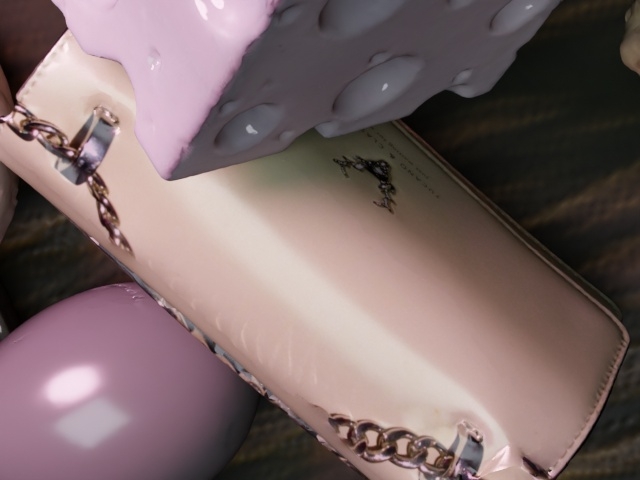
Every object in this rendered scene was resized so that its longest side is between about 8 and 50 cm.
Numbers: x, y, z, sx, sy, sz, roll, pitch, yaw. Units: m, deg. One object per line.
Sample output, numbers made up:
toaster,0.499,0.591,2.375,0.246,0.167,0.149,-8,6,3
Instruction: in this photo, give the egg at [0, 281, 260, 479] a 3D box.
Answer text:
egg,-0.134,0.104,1.206,0.198,0.146,0.146,-16,101,-6

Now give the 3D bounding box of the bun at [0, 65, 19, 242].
bun,-0.312,-0.077,1.128,0.263,0.263,0.175,14,150,9

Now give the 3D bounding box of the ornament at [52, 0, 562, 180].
ornament,-0.002,-0.212,0.966,0.240,0.239,0.239,57,141,18

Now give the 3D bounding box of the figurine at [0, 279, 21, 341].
figurine,-0.389,0.098,1.239,0.380,0.248,0.203,-19,86,3

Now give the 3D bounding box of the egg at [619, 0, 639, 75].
egg,0.297,-0.166,0.988,0.279,0.279,0.310,38,113,1

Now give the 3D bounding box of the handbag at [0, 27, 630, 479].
handbag,0.000,0.000,1.106,0.358,0.237,0.160,41,111,0
